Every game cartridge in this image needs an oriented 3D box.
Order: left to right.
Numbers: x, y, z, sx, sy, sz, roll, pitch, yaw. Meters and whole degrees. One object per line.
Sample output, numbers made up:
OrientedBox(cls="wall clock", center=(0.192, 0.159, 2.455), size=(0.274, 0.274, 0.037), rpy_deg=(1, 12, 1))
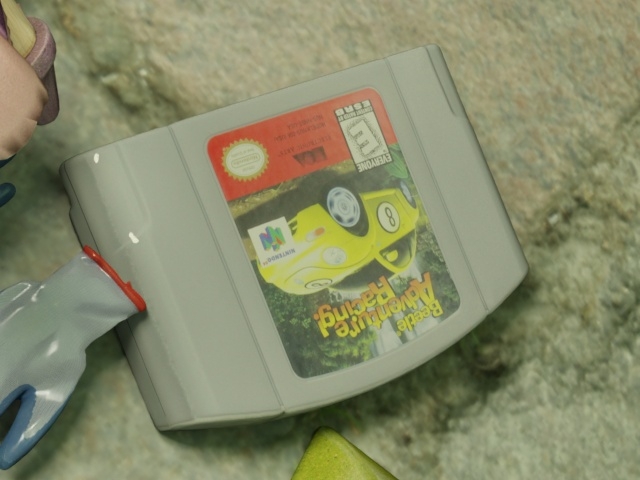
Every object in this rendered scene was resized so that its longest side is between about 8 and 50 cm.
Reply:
OrientedBox(cls="game cartridge", center=(0.000, 0.000, 0.912), size=(0.294, 0.060, 0.196), rpy_deg=(-22, 93, -35))

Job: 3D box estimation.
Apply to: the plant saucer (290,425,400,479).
OrientedBox(cls="plant saucer", center=(0.041, 0.236, 0.874), size=(0.188, 0.045, 0.188), rpy_deg=(39, 60, -18))

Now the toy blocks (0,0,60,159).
OrientedBox(cls="toy blocks", center=(-0.169, -0.139, 0.670), size=(0.260, 0.309, 0.288), rpy_deg=(61, 4, -43))

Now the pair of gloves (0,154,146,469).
OrientedBox(cls="pair of gloves", center=(-0.200, 0.021, 0.778), size=(0.159, 0.023, 0.198), rpy_deg=(-41, 95, -21))
